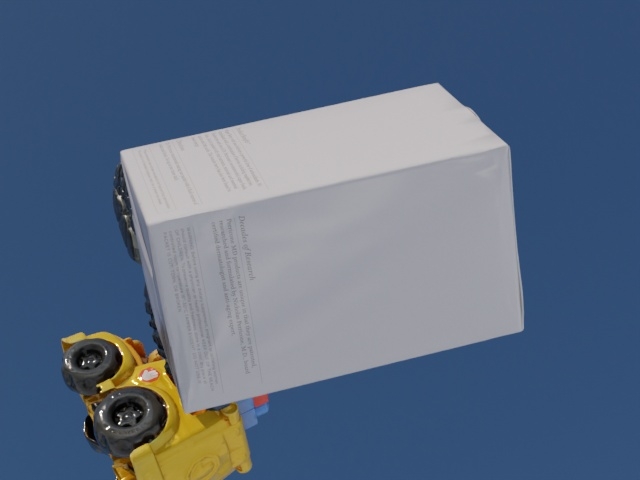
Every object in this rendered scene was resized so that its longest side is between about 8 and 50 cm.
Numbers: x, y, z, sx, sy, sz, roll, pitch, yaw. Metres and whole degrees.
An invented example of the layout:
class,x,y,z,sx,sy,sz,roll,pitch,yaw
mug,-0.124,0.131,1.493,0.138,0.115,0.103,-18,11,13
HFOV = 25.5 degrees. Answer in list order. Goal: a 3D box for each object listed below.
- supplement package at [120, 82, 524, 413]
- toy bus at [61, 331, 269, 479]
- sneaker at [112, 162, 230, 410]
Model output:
class,x,y,z,sx,sy,sz,roll,pitch,yaw
supplement package,0.000,0.000,1.187,0.293,0.177,0.175,-13,-65,-9
toy bus,-0.160,0.174,1.569,0.211,0.220,0.149,-28,-42,-15
sneaker,-0.123,0.035,1.481,0.122,0.110,0.283,-13,-104,-19
